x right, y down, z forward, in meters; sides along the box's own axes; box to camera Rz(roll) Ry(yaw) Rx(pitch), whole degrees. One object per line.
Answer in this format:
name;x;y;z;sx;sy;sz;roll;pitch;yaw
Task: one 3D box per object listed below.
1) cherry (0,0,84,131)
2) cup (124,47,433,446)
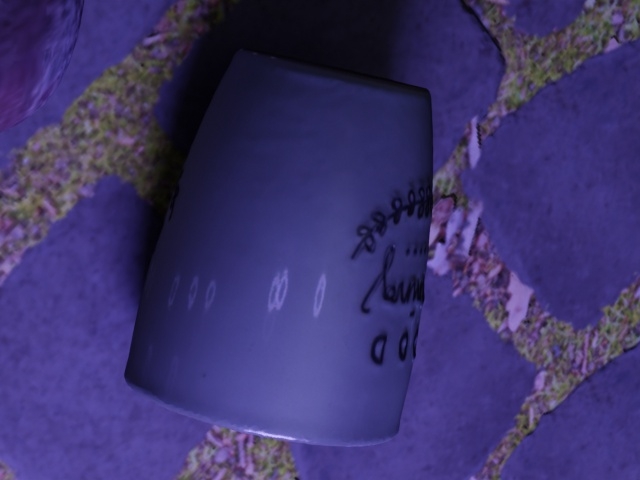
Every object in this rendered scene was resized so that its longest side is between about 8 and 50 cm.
cherry;-0.242;-0.147;0.984;0.236;0.213;0.285;6;97;-45
cup;0.000;0.000;1.257;0.258;0.186;0.234;2;102;-66
